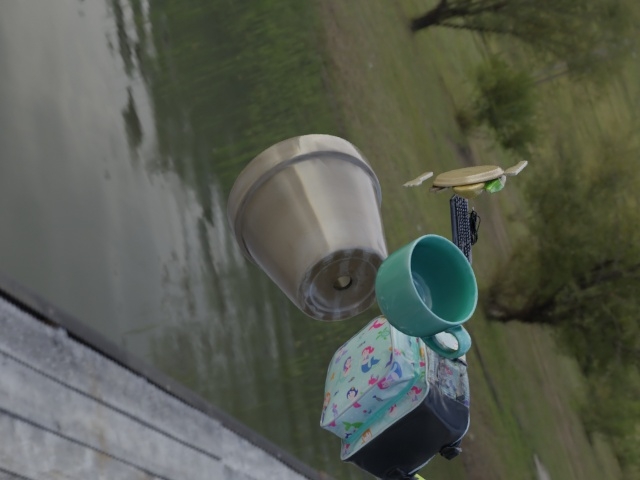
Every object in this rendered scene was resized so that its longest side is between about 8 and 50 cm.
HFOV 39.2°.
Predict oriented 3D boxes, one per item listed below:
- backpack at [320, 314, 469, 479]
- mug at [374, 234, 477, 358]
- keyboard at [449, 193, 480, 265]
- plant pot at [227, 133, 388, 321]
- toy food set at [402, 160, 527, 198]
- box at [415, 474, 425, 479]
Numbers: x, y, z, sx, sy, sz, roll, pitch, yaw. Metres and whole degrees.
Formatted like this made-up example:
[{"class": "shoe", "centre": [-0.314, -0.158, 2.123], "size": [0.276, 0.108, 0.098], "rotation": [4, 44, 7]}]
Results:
[{"class": "backpack", "centre": [0.120, 0.230, 1.426], "size": [0.191, 0.225, 0.253], "rotation": [39, 29, -11]}, {"class": "mug", "centre": [0.139, 0.081, 1.245], "size": [0.129, 0.097, 0.158], "rotation": [23, 56, -30]}, {"class": "keyboard", "centre": [0.304, -0.021, 1.850], "size": [0.100, 0.038, 0.192], "rotation": [-47, 138, -45]}, {"class": "plant pot", "centre": [0.000, 0.000, 1.778], "size": [0.323, 0.323, 0.280], "rotation": [58, 5, -44]}, {"class": "toy food set", "centre": [0.249, -0.097, 1.515], "size": [0.132, 0.192, 0.039], "rotation": [-30, 113, -61]}, {"class": "box", "centre": [0.206, 0.490, 1.619], "size": [0.178, 0.042, 0.109], "rotation": [33, -32, 22]}]
